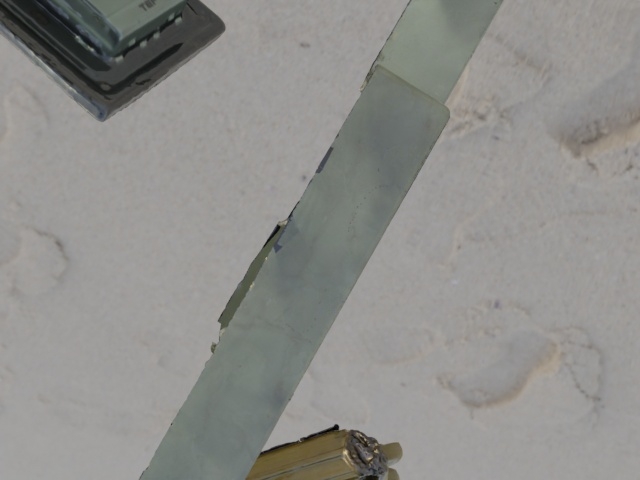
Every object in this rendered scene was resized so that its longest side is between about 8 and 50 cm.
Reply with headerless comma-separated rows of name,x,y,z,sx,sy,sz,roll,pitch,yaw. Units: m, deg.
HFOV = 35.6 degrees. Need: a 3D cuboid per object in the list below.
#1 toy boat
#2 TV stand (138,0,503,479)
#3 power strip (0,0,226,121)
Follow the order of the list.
toy boat,-0.040,0.211,0.769,0.226,0.088,0.068,-16,141,-12
TV stand,0.000,0.000,0.386,0.036,0.249,0.042,30,176,-8
power strip,-0.243,-0.276,1.066,0.251,0.257,0.092,45,130,-6
